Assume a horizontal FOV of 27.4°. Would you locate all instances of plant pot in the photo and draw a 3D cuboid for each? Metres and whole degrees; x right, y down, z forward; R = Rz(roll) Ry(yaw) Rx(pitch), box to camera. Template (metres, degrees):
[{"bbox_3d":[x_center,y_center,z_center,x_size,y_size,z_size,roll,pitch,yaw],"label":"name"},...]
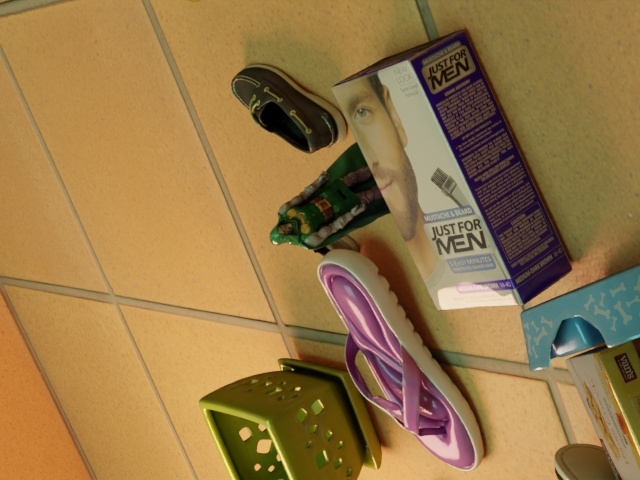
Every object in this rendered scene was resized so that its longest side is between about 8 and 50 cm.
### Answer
[{"bbox_3d":[-0.038,0.330,2.254,0.228,0.207,0.227,6,122,54],"label":"plant pot"}]

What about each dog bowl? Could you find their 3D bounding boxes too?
[{"bbox_3d":[0.344,0.076,1.521,0.297,0.166,0.074,-33,78,60],"label":"dog bowl"}]

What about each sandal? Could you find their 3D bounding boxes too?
[{"bbox_3d":[0.100,0.202,2.011,0.416,0.102,0.169,57,151,-13],"label":"sandal"}]

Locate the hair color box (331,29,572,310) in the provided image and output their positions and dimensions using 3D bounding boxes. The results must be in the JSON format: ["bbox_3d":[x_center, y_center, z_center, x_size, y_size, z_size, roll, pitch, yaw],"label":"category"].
[{"bbox_3d":[0.166,-0.081,1.681,0.185,0.110,0.338,-10,107,59],"label":"hair color box"}]

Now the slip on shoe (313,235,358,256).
[{"bbox_3d":[0.000,0.000,2.058,0.135,0.041,0.051,33,142,36],"label":"slip on shoe"}]

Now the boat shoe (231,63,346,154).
[{"bbox_3d":[-0.063,-0.196,1.943,0.228,0.069,0.081,31,140,37],"label":"boat shoe"}]

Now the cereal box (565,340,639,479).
[{"bbox_3d":[0.365,0.211,1.585,0.240,0.047,0.173,81,167,-82],"label":"cereal box"}]

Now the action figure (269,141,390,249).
[{"bbox_3d":[0.021,-0.051,1.793,0.137,0.232,0.063,45,147,20],"label":"action figure"}]

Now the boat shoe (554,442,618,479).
[{"bbox_3d":[0.440,0.387,1.692,0.340,0.127,0.113,27,127,28],"label":"boat shoe"}]
